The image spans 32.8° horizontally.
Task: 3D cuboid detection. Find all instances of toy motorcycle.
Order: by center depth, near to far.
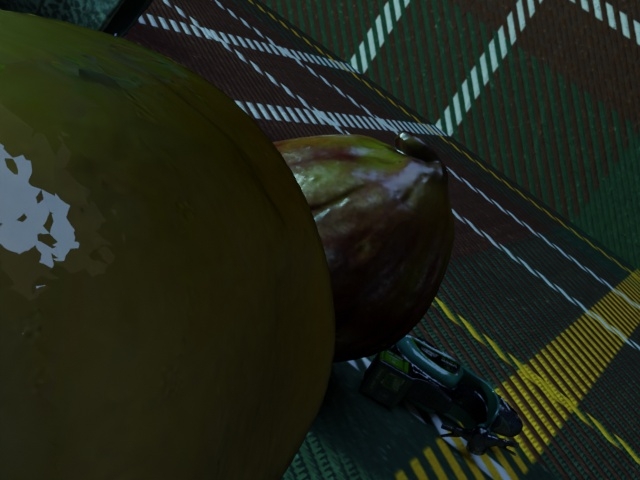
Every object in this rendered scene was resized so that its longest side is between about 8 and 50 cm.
[{"bbox_3d":[0.125,0.155,1.072,0.173,0.058,0.100,31,23,-5],"label":"toy motorcycle"}]

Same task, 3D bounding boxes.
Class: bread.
[{"bbox_3d":[-0.162,0.017,0.564,0.348,0.253,0.376,33,14,12],"label":"bread"}]

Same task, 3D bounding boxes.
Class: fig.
[{"bbox_3d":[-0.006,0.010,0.958,0.263,0.224,0.224,-9,-16,39],"label":"fig"}]

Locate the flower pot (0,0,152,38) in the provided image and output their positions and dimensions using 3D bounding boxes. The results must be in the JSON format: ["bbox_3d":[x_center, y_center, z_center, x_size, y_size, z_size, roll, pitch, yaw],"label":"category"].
[{"bbox_3d":[-0.339,-0.386,1.361,0.283,0.299,0.299,39,15,-7],"label":"flower pot"}]

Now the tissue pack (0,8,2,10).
[{"bbox_3d":[-0.371,-0.229,1.115,0.325,0.071,0.170,40,-4,8],"label":"tissue pack"}]
